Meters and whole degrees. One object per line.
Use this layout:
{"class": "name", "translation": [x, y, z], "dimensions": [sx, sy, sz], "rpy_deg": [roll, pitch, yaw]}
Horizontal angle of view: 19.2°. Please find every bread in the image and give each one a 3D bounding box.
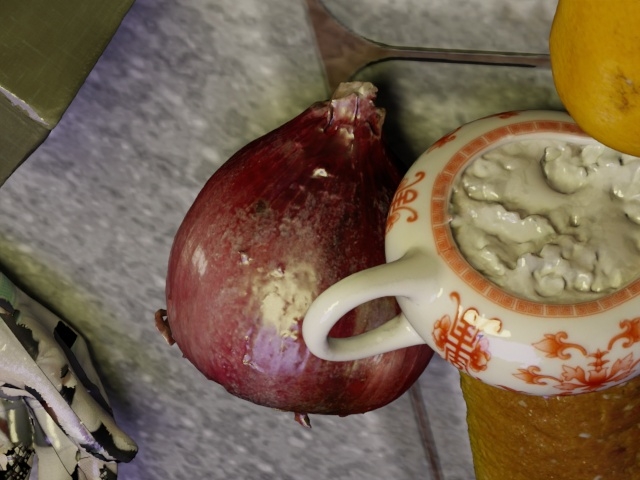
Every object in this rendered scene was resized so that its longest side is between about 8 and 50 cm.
{"class": "bread", "translation": [0.149, 0.088, 1.070], "dimensions": [0.132, 0.103, 0.172], "rpy_deg": [8, 138, 22]}

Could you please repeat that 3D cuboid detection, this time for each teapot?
{"class": "teapot", "translation": [0.102, 0.010, 0.948], "dimensions": [0.159, 0.245, 0.116], "rpy_deg": [58, 156, 17]}

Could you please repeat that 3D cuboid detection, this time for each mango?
{"class": "mango", "translation": [0.175, -0.103, 0.851], "dimensions": [0.144, 0.112, 0.219], "rpy_deg": [30, 152, -5]}

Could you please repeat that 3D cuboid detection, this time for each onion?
{"class": "onion", "translation": [0.000, 0.000, 1.029], "dimensions": [0.159, 0.159, 0.195], "rpy_deg": [19, 111, 8]}

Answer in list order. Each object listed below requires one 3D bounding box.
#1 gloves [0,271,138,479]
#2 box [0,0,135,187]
{"class": "gloves", "translation": [-0.200, 0.105, 1.275], "dimensions": [0.127, 0.111, 0.212], "rpy_deg": [-25, 119, 15]}
{"class": "box", "translation": [-0.227, -0.142, 0.982], "dimensions": [0.231, 0.155, 0.149], "rpy_deg": [35, 142, -13]}
